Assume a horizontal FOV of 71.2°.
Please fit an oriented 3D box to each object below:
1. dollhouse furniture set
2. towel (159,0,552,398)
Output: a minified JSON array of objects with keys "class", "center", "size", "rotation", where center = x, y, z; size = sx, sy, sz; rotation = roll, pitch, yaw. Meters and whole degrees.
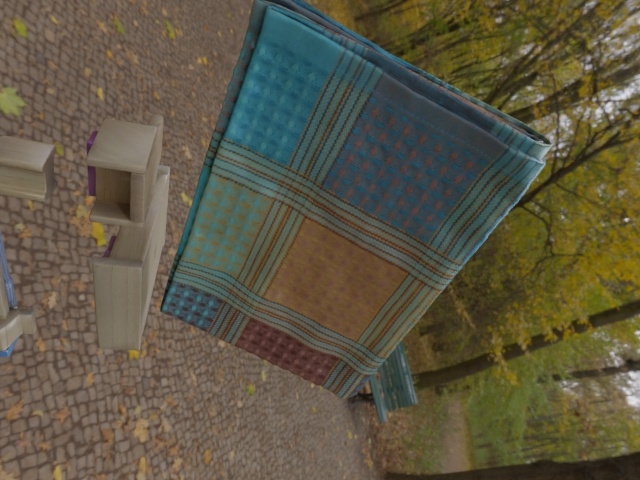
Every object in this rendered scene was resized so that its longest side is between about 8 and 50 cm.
[{"class":"dollhouse furniture set","center":[-0.337,-0.039,0.491],"size":[0.198,0.303,0.286],"rotation":[-101,-156,-49]},{"class":"towel","center":[0.000,0.000,0.447],"size":[0.271,0.370,0.040],"rotation":[26,31,-4]}]
